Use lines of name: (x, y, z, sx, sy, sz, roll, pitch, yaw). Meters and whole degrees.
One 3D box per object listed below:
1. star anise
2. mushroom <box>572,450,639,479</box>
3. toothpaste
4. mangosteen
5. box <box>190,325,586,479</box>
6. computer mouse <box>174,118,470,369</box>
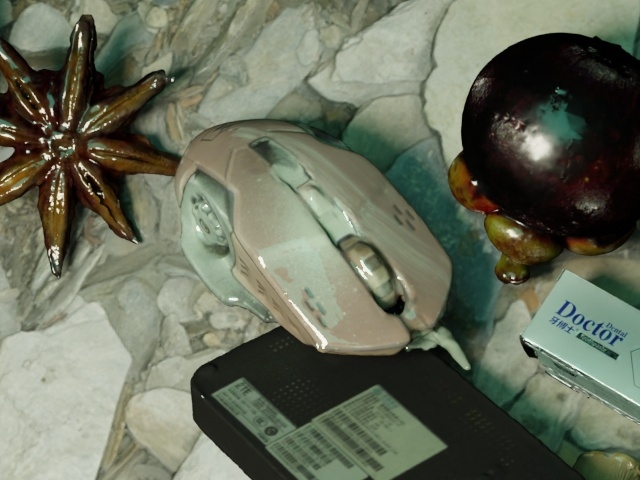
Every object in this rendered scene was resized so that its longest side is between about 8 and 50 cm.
star anise: (-0.265, -0.099, 1.915, 0.272, 0.102, 0.272, -1, 96, -7)
mushroom: (0.203, 0.308, 1.649, 0.099, 0.096, 0.278, 35, 86, -11)
toothpaste: (0.332, 0.141, 1.672, 0.313, 0.071, 0.089, 31, 80, 24)
mangosteen: (0.216, -0.068, 1.713, 0.211, 0.211, 0.250, 33, 114, 23)
box: (0.056, 0.187, 1.654, 0.211, 0.058, 0.350, -27, 45, -27)
computer mouse: (-0.002, -0.005, 1.744, 0.199, 0.115, 0.389, -35, 56, -20)
